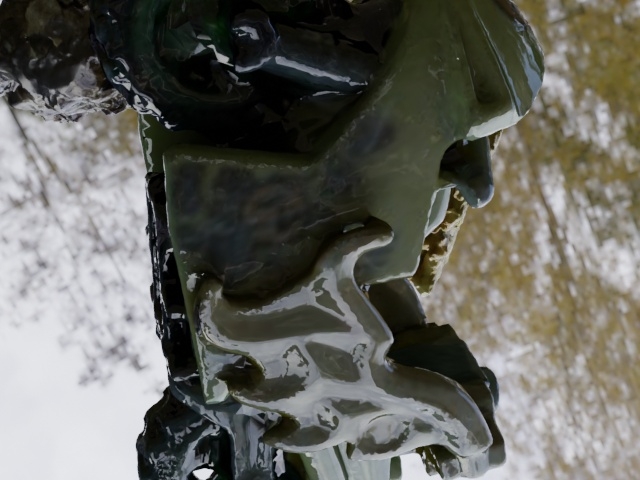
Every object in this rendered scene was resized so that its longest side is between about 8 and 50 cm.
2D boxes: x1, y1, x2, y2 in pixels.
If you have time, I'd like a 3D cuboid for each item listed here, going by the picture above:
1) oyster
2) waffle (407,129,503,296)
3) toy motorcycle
[{"bbox_3d":[-0.134,-0.101,0.788,0.148,0.103,0.051,-33,-144,35],"label":"oyster"},{"bbox_3d":[-0.005,-0.041,1.022,0.229,0.219,0.057,17,-132,2],"label":"waffle"},{"bbox_3d":[0.000,0.000,0.806,0.237,0.410,0.168,-6,-147,-11],"label":"toy motorcycle"}]
